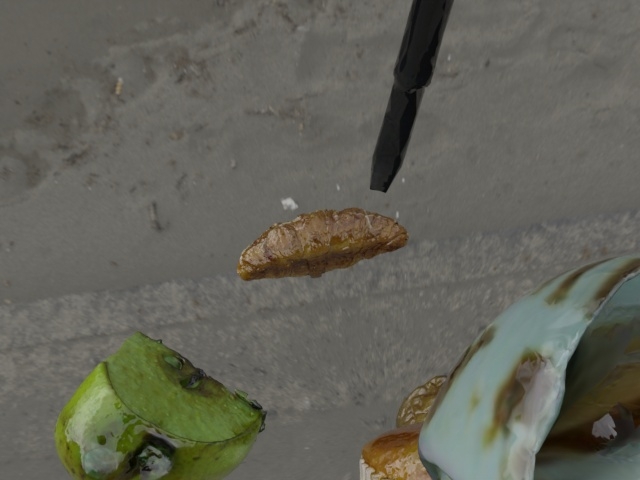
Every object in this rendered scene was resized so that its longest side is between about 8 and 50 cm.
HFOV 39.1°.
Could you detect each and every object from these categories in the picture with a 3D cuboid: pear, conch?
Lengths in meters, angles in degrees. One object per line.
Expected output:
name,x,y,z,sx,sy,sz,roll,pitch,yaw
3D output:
pear,-0.220,0.269,1.207,0.238,0.255,0.164,32,104,1
conch,0.140,0.171,0.557,0.197,0.249,0.368,7,58,50

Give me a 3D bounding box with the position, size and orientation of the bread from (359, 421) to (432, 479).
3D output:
bread,0.168,0.230,0.803,0.288,0.204,0.156,2,91,-35

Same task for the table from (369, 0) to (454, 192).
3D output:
table,0.105,-0.207,0.503,0.317,0.249,0.318,-1,63,2

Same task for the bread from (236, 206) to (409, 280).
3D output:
bread,0.000,0.000,1.207,0.232,0.105,0.076,-11,64,-3

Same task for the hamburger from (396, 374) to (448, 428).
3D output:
hamburger,0.208,0.302,1.477,0.130,0.206,0.183,44,86,-7
